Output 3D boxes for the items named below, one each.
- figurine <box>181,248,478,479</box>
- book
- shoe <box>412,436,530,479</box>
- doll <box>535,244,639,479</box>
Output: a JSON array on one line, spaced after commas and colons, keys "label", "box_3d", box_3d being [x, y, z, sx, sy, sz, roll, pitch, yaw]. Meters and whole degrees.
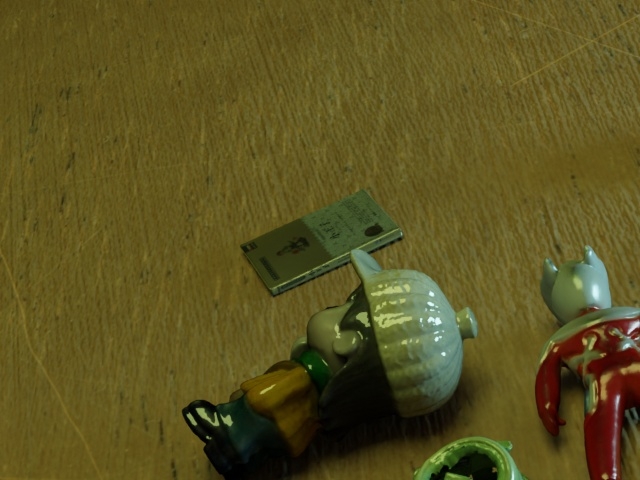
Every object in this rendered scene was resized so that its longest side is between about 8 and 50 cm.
[{"label": "figurine", "box_3d": [0.021, 0.167, 1.864, 0.204, 0.185, 0.332, 42, 81, 19]}, {"label": "book", "box_3d": [0.000, 0.000, 2.238, 0.199, 0.016, 0.138, -24, 33, -9]}, {"label": "shoe", "box_3d": [0.121, 0.304, 1.645, 0.140, 0.128, 0.262, -5, 29, 45]}, {"label": "doll", "box_3d": [0.323, 0.141, 1.804, 0.188, 0.099, 0.384, -16, 39, 2]}]
